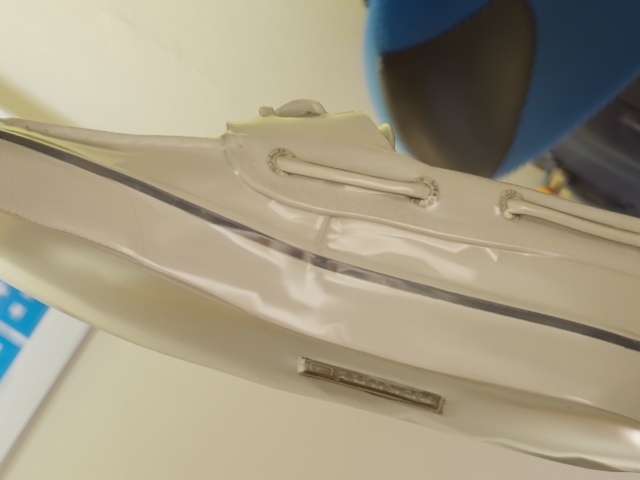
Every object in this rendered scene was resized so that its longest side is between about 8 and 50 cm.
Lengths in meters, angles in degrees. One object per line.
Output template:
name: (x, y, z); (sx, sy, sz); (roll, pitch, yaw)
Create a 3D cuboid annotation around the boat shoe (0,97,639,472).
boat shoe: (0.000, 0.000, 0.493); (0.258, 0.084, 0.095); (19, 159, -3)
